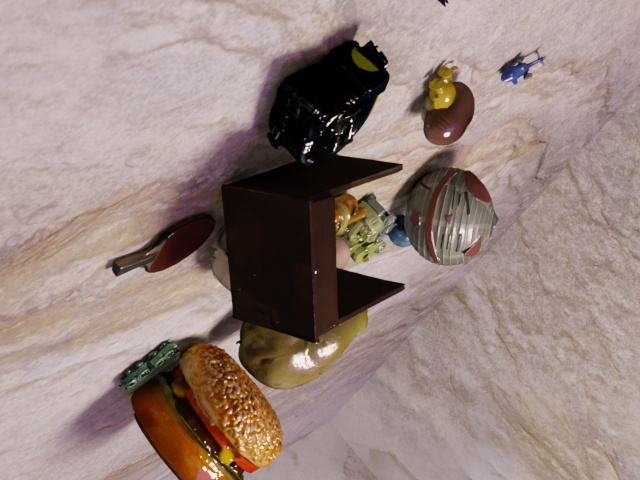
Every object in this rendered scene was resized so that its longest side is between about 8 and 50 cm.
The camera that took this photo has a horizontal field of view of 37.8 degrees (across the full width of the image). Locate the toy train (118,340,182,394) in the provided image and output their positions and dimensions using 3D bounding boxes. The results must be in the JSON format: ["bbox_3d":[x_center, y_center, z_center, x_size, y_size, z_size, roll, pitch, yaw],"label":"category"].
[{"bbox_3d":[-0.359,0.266,1.966,0.148,0.038,0.071,-36,162,-16],"label":"toy train"}]

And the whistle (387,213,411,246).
[{"bbox_3d":[0.205,-0.019,2.438,0.158,0.090,0.090,-25,157,-46],"label":"whistle"}]

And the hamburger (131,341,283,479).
[{"bbox_3d":[-0.241,0.397,2.069,0.250,0.330,0.330,-39,164,-8],"label":"hamburger"}]

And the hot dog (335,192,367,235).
[{"bbox_3d":[-0.006,-0.027,1.960,0.270,0.072,0.109,-28,162,-35],"label":"hot dog"}]

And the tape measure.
[{"bbox_3d":[0.012,-0.205,1.476,0.199,0.112,0.186,-31,163,-29],"label":"tape measure"}]

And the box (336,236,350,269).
[{"bbox_3d":[-0.018,0.057,2.113,0.200,0.088,0.146,-23,157,-50],"label":"box"}]

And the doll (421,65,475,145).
[{"bbox_3d":[0.257,-0.280,1.895,0.145,0.096,0.188,-47,145,-39],"label":"doll"}]

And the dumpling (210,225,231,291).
[{"bbox_3d":[-0.116,0.024,1.758,0.172,0.142,0.247,-57,154,-22],"label":"dumpling"}]

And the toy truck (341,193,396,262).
[{"bbox_3d":[0.098,-0.018,2.189,0.116,0.085,0.191,-33,160,-24],"label":"toy truck"}]

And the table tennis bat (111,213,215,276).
[{"bbox_3d":[-0.262,0.015,1.575,0.220,0.019,0.130,-25,158,-47],"label":"table tennis bat"}]

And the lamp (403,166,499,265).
[{"bbox_3d":[0.325,-0.061,2.326,0.233,0.233,0.265,-22,121,-48],"label":"lamp"}]

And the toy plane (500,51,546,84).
[{"bbox_3d":[0.462,-0.393,2.135,0.167,0.054,0.062,-30,-175,-33],"label":"toy plane"}]

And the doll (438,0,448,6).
[{"bbox_3d":[0.253,-0.447,1.502,0.169,0.057,0.109,-35,-176,29],"label":"doll"}]

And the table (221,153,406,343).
[{"bbox_3d":[0.000,0.000,1.633,0.282,0.196,0.250,-23,116,-47],"label":"table"}]

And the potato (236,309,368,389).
[{"bbox_3d":[-0.034,0.204,2.189,0.351,0.218,0.202,-23,131,-22],"label":"potato"}]
